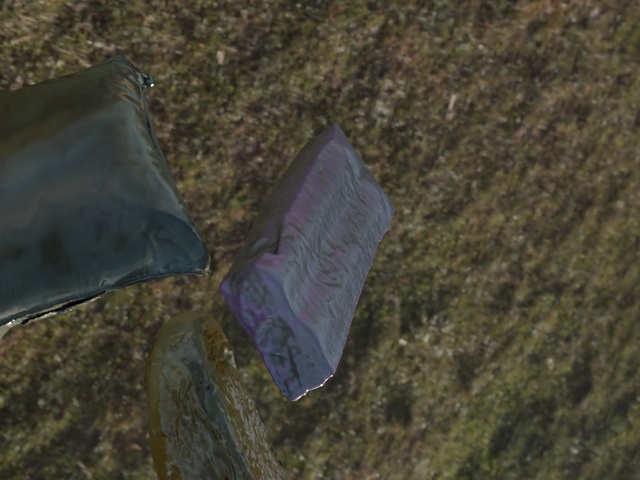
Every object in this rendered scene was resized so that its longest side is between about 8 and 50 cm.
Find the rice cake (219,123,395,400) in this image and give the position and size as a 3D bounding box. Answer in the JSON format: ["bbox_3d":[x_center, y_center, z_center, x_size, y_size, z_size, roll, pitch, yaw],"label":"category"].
[{"bbox_3d":[-0.001,-0.001,0.800,0.106,0.050,0.298,54,26,-15],"label":"rice cake"}]

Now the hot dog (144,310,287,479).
[{"bbox_3d":[-0.070,0.170,0.708,0.084,0.073,0.242,-70,137,-80],"label":"hot dog"}]

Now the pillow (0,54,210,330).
[{"bbox_3d":[-0.236,-0.017,0.680,0.302,0.185,0.075,-19,163,-16],"label":"pillow"}]

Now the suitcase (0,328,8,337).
[{"bbox_3d":[-0.579,0.077,1.180,0.339,0.351,0.194,-55,175,-31],"label":"suitcase"}]
